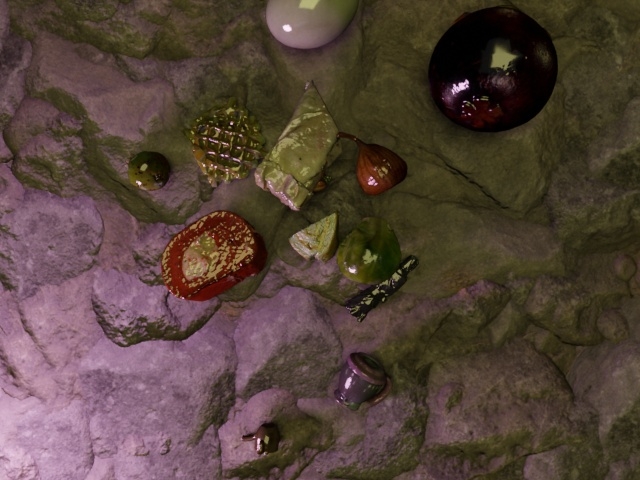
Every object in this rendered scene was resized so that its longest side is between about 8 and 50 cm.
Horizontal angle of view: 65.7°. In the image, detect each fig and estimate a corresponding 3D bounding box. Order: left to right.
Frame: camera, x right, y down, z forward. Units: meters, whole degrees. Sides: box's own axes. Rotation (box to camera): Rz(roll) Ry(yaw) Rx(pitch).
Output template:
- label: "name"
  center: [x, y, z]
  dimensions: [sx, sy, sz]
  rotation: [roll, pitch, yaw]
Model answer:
- label: "fig"
  center: [0.130, -0.215, 1.306]
  dimensions: [0.134, 0.146, 0.201]
  rotation: [-39, 89, -14]

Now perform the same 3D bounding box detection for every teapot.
- label: "teapot"
  center: [-0.168, 0.540, 1.349]
  dimensions: [0.110, 0.085, 0.080]
  rotation: [6, 88, 22]
- label: "teapot"
  center: [0.108, 0.384, 1.335]
  dimensions: [0.116, 0.148, 0.146]
  rotation: [40, 105, 38]

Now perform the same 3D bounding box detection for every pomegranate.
- label: "pomegranate"
  center: [-0.480, -0.197, 1.359]
  dimensions: [0.142, 0.114, 0.114]
  rotation: [29, 91, 31]

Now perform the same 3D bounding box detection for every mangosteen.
- label: "mangosteen"
  center: [0.433, -0.440, 1.238]
  dimensions: [0.307, 0.307, 0.347]
  rotation: [22, 63, 2]

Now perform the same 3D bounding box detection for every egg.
- label: "egg"
  center: [-0.022, -0.604, 1.295]
  dimensions: [0.253, 0.186, 0.187]
  rotation: [-14, 89, 4]

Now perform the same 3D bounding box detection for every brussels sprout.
- label: "brussels sprout"
  center: [0.132, 0.030, 1.298]
  dimensions: [0.144, 0.161, 0.181]
  rotation: [34, 77, -42]

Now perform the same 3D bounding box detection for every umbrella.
- label: "umbrella"
  center: [0.171, 0.122, 1.346]
  dimensions: [0.235, 0.059, 0.066]
  rotation: [-43, 105, 3]

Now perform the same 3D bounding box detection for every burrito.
- label: "burrito"
  center: [-0.035, -0.244, 1.305]
  dimensions: [0.175, 0.107, 0.348]
  rotation: [29, 73, -6]

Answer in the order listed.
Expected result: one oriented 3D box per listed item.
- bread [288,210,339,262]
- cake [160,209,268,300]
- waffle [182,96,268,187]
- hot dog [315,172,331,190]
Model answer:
- label: "bread"
  center: [0.006, -0.001, 1.330]
  dimensions: [0.156, 0.103, 0.110]
  rotation: [-31, 82, 10]
- label: "cake"
  center: [-0.284, 0.040, 1.324]
  dimensions: [0.283, 0.151, 0.177]
  rotation: [-30, 76, 2]
- label: "waffle"
  center: [-0.257, -0.271, 1.368]
  dimensions: [0.204, 0.054, 0.223]
  rotation: [-29, 87, 2]
- label: "hot dog"
  center: [-0.064, -0.165, 1.357]
  dimensions: [0.188, 0.055, 0.072]
  rotation: [0, 68, -1]
